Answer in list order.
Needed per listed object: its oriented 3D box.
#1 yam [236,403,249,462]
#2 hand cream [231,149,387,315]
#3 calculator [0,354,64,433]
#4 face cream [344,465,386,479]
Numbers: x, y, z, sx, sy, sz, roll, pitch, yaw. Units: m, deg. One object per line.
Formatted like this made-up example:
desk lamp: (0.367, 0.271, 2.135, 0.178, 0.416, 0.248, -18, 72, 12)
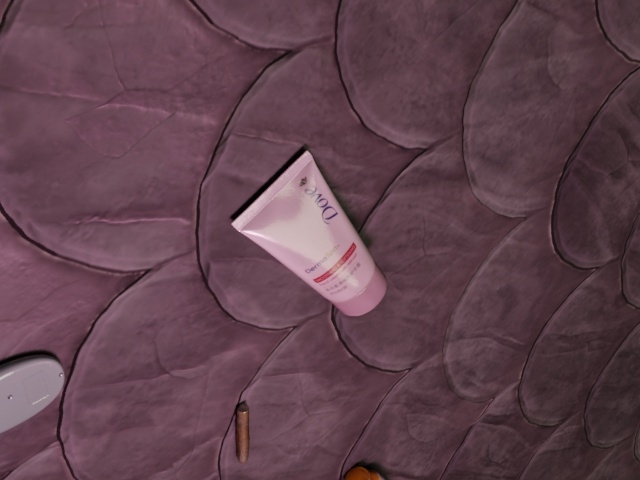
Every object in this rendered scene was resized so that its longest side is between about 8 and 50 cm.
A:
yam: (-0.115, 0.287, 1.527, 0.021, 0.021, 0.116, -21, 133, -30)
hand cream: (0.000, 0.000, 1.367, 0.133, 0.083, 0.248, -48, 131, -5)
calculator: (-0.372, 0.186, 1.212, 0.153, 0.021, 0.095, -28, 136, -28)
face cream: (0.095, 0.455, 1.828, 0.072, 0.051, 0.182, -39, 139, -5)
